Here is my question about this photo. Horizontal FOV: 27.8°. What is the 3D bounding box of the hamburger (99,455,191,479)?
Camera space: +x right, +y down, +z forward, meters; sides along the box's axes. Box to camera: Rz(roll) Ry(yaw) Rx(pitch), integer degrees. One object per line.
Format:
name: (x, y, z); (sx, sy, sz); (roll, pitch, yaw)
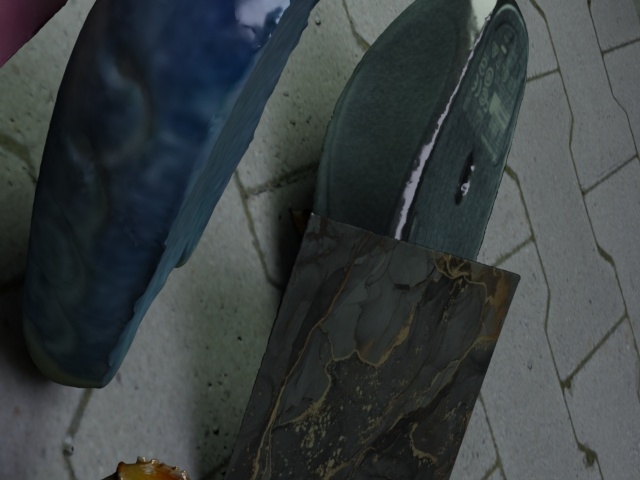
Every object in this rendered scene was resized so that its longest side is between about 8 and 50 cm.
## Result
hamburger: (-0.090, 0.230, 0.686); (0.237, 0.147, 0.237); (-5, 90, -90)

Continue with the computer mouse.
computer mouse: (0.079, -0.060, 1.129); (0.203, 0.114, 0.374); (49, 57, -56)

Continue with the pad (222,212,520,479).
pad: (0.050, 0.121, 1.038); (0.367, 0.007, 0.248); (16, 94, -58)

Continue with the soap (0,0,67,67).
soap: (-0.270, -0.124, 0.582); (0.233, 0.128, 0.360); (59, 33, -24)

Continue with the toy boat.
toy boat: (-0.105, -0.072, 0.736); (0.123, 0.330, 0.215); (29, 43, 1)

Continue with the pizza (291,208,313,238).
pizza: (0.000, 0.000, 1.114); (0.083, 0.016, 0.037); (48, 43, -35)
